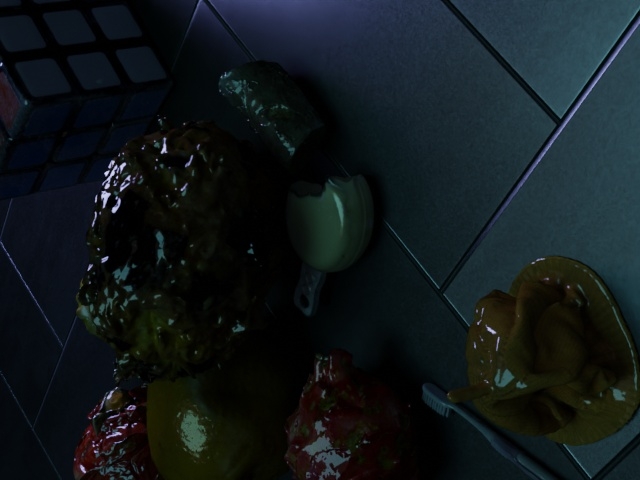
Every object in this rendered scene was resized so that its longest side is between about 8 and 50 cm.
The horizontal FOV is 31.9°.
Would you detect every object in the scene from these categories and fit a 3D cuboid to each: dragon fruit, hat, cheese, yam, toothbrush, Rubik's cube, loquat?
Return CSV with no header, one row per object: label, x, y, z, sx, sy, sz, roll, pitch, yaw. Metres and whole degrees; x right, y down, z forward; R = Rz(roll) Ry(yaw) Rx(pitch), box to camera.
dragon fruit,-0.312,0.409,2.044,0.277,0.277,0.342,28,153,41
hat,0.231,0.168,1.371,0.233,0.233,0.244,50,134,28
cheese,0.012,0.012,1.700,0.163,0.071,0.248,18,115,46
yam,-0.064,-0.193,1.699,0.183,0.107,0.107,54,136,21
toothbrush,0.265,0.298,1.536,0.354,0.024,0.029,34,132,38
dragon fruit,0.043,0.286,1.663,0.205,0.210,0.268,-15,94,11
Rubik's cube,-0.497,-0.286,2.021,0.303,0.301,0.305,60,138,16
loquat,-0.158,0.280,1.831,0.283,0.276,0.276,58,138,18

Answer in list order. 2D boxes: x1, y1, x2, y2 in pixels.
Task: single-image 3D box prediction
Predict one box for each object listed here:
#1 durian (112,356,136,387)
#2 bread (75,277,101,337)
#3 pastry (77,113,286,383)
durian,-0.274,0.113,2.016,0.305,0.186,0.195,115,152,-46
bread,-0.450,0.134,2.267,0.083,0.094,0.157,-20,95,46
pastry,-0.201,-0.001,1.687,0.293,0.405,0.337,6,137,20
